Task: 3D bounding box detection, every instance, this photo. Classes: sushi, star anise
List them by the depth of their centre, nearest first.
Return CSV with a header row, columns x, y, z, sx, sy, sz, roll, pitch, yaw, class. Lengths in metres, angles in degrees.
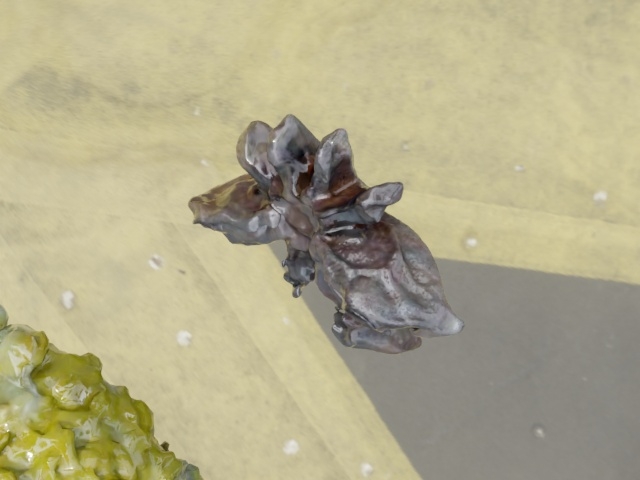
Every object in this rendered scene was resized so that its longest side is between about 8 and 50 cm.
x,y,z,sx,sy,sz,roll,pitch,yaw,class
-0.276,0.219,0.845,0.240,0.396,0.351,-52,142,-40,sushi
0.004,0.003,0.917,0.257,0.198,0.110,44,61,11,star anise
